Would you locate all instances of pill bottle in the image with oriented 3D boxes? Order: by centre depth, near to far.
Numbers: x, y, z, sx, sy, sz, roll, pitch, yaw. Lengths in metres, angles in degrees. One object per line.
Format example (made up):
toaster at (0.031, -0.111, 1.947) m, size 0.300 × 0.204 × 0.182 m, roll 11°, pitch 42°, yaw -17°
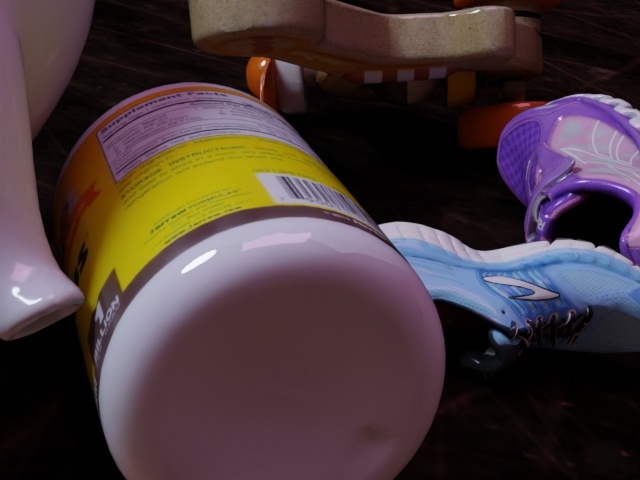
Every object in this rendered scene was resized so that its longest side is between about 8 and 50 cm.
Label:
pill bottle at (-0.041, 0.010, 0.475) m, size 0.117 × 0.117 × 0.215 m, roll 5°, pitch 21°, yaw -20°

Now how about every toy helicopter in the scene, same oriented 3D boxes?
toy helicopter at (0.017, -0.137, 0.853) m, size 0.235 × 0.140 × 0.355 m, roll -2°, pitch -1°, yaw 31°

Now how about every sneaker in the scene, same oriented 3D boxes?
sneaker at (0.090, 0.041, 0.580) m, size 0.162 × 0.063 × 0.073 m, roll 5°, pitch 39°, yaw -9°
sneaker at (0.162, -0.024, 0.731) m, size 0.104 × 0.095 × 0.236 m, roll -5°, pitch 27°, yaw -22°

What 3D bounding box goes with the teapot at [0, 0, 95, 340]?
teapot at (-0.204, -0.072, 0.481) m, size 0.252 × 0.187 × 0.256 m, roll -3°, pitch 23°, yaw 2°
